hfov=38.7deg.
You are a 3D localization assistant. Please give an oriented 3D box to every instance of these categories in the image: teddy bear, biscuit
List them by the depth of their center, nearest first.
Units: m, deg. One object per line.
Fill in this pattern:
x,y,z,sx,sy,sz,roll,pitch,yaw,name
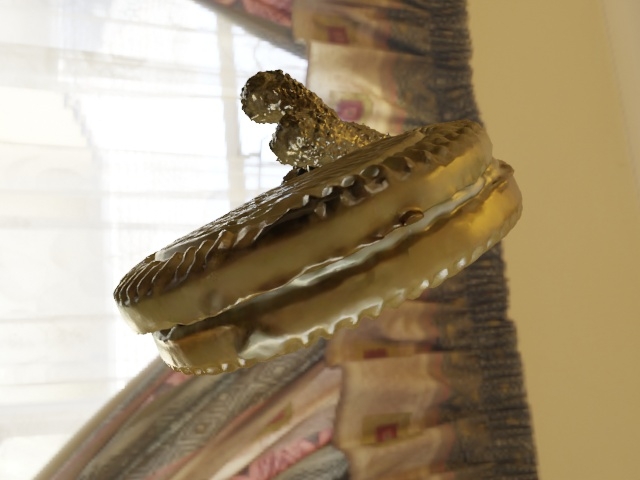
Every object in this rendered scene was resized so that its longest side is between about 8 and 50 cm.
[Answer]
0.000,0.000,0.549,0.259,0.259,0.079,-7,-71,65,biscuit
0.023,-0.060,0.933,0.182,0.129,0.251,57,-10,51,teddy bear
